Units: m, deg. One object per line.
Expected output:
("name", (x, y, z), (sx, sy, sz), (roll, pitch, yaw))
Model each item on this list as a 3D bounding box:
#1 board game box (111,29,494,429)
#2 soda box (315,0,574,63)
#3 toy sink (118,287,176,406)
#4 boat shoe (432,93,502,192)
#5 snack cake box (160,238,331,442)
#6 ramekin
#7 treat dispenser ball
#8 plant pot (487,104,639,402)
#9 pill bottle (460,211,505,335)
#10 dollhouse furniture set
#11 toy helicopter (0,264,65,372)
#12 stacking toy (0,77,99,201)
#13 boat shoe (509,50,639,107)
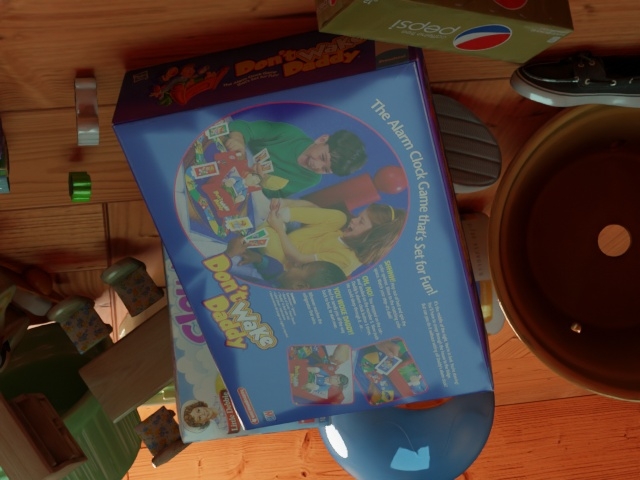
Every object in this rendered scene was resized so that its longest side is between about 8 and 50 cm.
("board game box", (0.000, 0.000, 0.999), (0.233, 0.078, 0.347), (-10, 128, 9))
("soda box", (0.084, -0.169, 0.820), (0.181, 0.061, 0.058), (2, 162, -32))
("toy sink", (-0.190, 0.156, 1.692), (0.152, 0.131, 0.234), (-2, 163, -20))
("boat shoe", (0.060, -0.095, 1.068), (0.226, 0.083, 0.075), (19, 162, -34))
("snack cake box", (-0.075, 0.056, 1.172), (0.152, 0.265, 0.089), (-7, -158, -9))
("ramekin", (-0.386, 0.256, 1.607), (0.303, 0.148, 0.303), (-18, -152, 10))
("treat dispenser ball", (0.133, 0.258, 1.922), (0.288, 0.288, 0.288), (-7, 164, -2))
("plant pot", (0.304, 0.001, 1.187), (0.290, 0.291, 0.203), (-9, -179, 4))
("pill bottle", (0.073, 0.054, 1.431), (0.271, 0.152, 0.152), (-6, 164, -4))
("dollhouse furniture set", (-0.242, 0.164, 1.339), (0.242, 0.212, 0.161), (-36, 173, -1))
("toy helicopter", (-0.371, 0.103, 1.354), (0.235, 0.140, 0.355), (-49, 179, -26))
("stacking toy", (-0.272, -0.077, 0.999), (0.166, 0.052, 0.221), (-2, 165, -13))
("boat shoe", (0.230, -0.142, 1.031), (0.142, 0.049, 0.040), (0, 129, -21))
